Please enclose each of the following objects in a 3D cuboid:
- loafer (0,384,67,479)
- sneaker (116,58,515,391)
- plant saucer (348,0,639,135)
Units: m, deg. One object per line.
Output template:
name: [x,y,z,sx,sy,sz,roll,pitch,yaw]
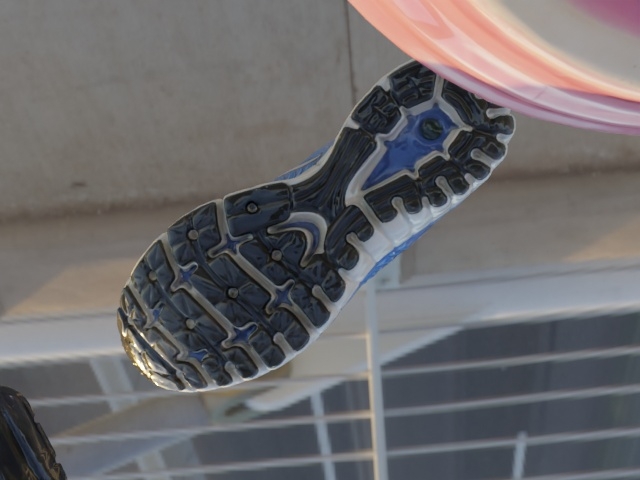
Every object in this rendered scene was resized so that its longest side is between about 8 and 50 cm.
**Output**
loafer: [-0.153,0.186,0.597,0.078,0.223,0.076,-28,172,-27]
sneaker: [0.000,0.000,0.823,0.330,0.130,0.147,-35,172,0]
plant saucer: [0.135,-0.167,0.324,0.332,0.084,0.332,-1,125,-1]
